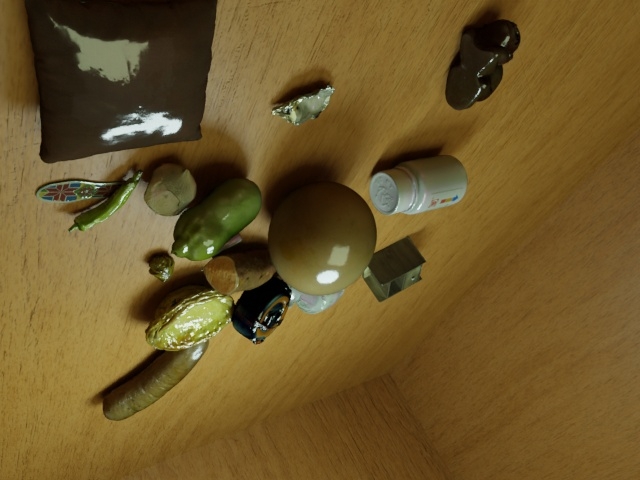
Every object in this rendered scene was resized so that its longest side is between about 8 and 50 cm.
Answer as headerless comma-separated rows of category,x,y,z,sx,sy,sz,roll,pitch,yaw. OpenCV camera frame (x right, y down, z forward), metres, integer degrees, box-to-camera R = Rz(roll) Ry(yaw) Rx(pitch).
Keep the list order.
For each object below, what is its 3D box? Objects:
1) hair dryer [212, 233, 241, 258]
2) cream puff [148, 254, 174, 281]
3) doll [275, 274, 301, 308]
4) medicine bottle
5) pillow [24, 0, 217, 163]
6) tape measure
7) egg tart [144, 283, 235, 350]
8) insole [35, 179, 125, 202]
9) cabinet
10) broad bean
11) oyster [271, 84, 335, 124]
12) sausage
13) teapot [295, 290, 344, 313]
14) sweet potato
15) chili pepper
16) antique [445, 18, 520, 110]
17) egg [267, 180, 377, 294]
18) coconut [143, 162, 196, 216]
hair dryer,-0.292,0.029,1.565,0.106,0.054,0.154,-23,162,-30
cream puff,-0.424,0.075,1.471,0.083,0.058,0.083,-11,145,-40
doll,-0.085,0.131,1.861,0.293,0.138,0.119,-45,-176,29
medicine bottle,0.309,-0.171,1.715,0.293,0.170,0.170,-15,149,-33
pillow,-0.325,-0.274,0.934,0.308,0.108,0.305,-16,145,-34
tape measure,-0.184,0.220,1.745,0.223,0.135,0.202,-26,142,-60
egg tart,-0.406,0.225,1.680,0.294,0.123,0.294,-25,150,-16
insole,-0.494,-0.104,1.150,0.193,0.006,0.065,-6,144,-41
cabinet,0.303,0.122,2.234,0.215,0.148,0.175,-27,153,-12
broad bean,-0.245,-0.049,1.299,0.238,0.119,0.291,-47,-179,27
oyster,-0.028,-0.309,1.258,0.146,0.045,0.121,-43,149,6
sausage,-0.575,0.482,1.937,0.501,0.123,0.136,-38,124,11
teapot,-0.002,0.143,1.985,0.163,0.221,0.178,-3,-174,37
sweet potato,-0.210,0.088,1.639,0.131,0.131,0.337,-42,167,19
chili pepper,-0.455,-0.082,1.184,0.208,0.043,0.049,-38,129,4
antique,0.429,-0.461,1.413,0.143,0.121,0.257,-30,155,-21
egg,0.000,0.000,1.532,0.301,0.301,0.374,-17,156,-28
coconut,-0.326,-0.115,1.195,0.110,0.110,0.124,0,143,-47
